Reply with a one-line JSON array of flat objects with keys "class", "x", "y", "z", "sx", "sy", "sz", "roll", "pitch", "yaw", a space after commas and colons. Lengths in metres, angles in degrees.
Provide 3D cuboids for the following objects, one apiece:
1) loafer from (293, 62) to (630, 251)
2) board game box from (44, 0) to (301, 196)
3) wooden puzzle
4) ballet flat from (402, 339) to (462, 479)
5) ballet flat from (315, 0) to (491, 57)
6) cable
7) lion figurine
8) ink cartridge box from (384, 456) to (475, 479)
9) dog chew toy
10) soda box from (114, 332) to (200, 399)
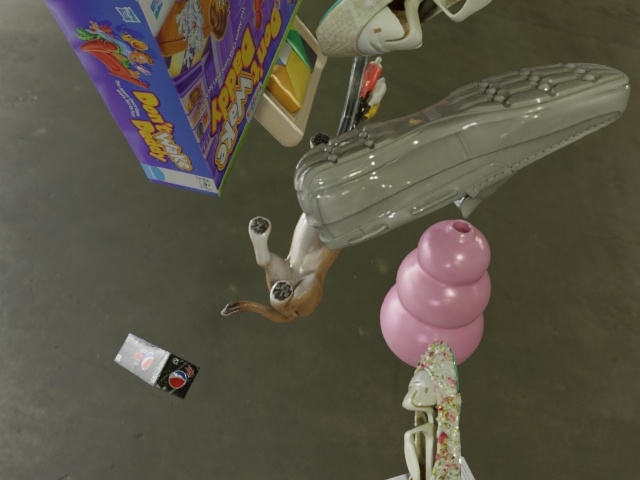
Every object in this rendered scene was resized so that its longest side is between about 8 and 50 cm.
[{"class": "loafer", "x": 0.134, "y": -0.080, "z": 0.556, "sx": 0.319, "sy": 0.111, "sz": 0.112, "roll": -18, "pitch": 28, "yaw": 10}, {"class": "board game box", "x": -0.092, "y": -0.251, "z": 0.527, "sx": 0.078, "sy": 0.233, "sz": 0.347, "roll": 13, "pitch": 65, "yaw": 10}, {"class": "wooden puzzle", "x": -0.077, "y": -0.299, "z": 0.905, "sx": 0.221, "sy": 0.044, "sz": 0.238, "roll": 43, "pitch": 46, "yaw": -32}, {"class": "ballet flat", "x": 0.157, "y": 0.261, "z": 0.817, "sx": 0.077, "sy": 0.091, "sz": 0.241, "roll": 8, "pitch": 68, "yaw": -21}, {"class": "ballet flat", "x": 0.064, "y": -0.155, "z": 0.365, "sx": 0.057, "sy": 0.168, "sz": 0.052, "roll": 2, "pitch": 66, "yaw": -51}, {"class": "cable", "x": 0.075, "y": -0.237, "z": 1.071, "sx": 0.072, "sy": 0.139, "sz": 0.287, "roll": 8, "pitch": 53, "yaw": 9}, {"class": "lion figurine", "x": 0.000, "y": 0.000, "z": 0.890, "sx": 0.142, "sy": 0.240, "sz": 0.392, "roll": 31, "pitch": 69, "yaw": 22}, {"class": "ink cartridge box", "x": 0.148, "y": 0.434, "z": 0.905, "sx": 0.191, "sy": 0.139, "sz": 0.082, "roll": -14, "pitch": 42, "yaw": -12}, {"class": "dog chew toy", "x": 0.231, "y": 0.099, "z": 1.103, "sx": 0.207, "sy": 0.332, "sz": 0.206, "roll": 4, "pitch": 41, "yaw": -3}, {"class": "soda box", "x": -0.260, "y": 0.194, "z": 0.898, "sx": 0.060, "sy": 0.169, "sz": 0.053, "roll": 38, "pitch": 71, "yaw": -34}]
